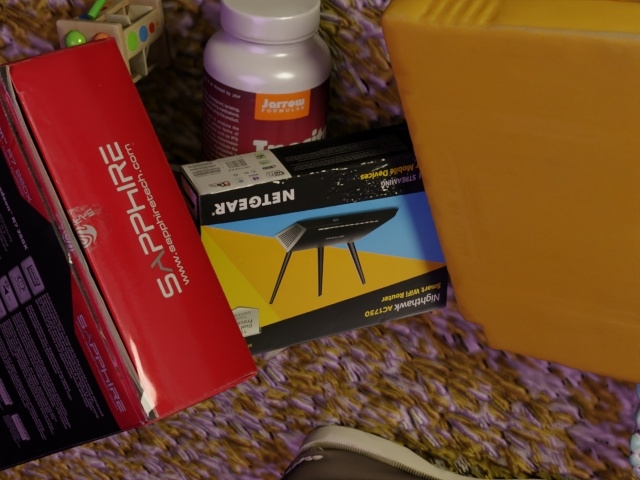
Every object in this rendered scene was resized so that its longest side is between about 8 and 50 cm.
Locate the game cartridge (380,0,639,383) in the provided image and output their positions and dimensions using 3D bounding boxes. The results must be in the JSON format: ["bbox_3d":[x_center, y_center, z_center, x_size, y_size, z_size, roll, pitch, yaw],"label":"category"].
[{"bbox_3d":[0.211,-0.016,0.756,0.324,0.052,0.285,12,139,32],"label":"game cartridge"}]

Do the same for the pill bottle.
[{"bbox_3d":[-0.037,-0.093,0.873,0.086,0.086,0.152,17,126,18],"label":"pill bottle"}]

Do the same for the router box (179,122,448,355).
[{"bbox_3d":[0.000,0.000,0.867,0.046,0.179,0.133,-128,31,-51],"label":"router box"}]

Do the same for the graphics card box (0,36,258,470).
[{"bbox_3d":[-0.198,0.033,0.921,0.371,0.094,0.232,-28,86,57],"label":"graphics card box"}]

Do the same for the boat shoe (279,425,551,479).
[{"bbox_3d":[0.113,0.235,0.989,0.324,0.097,0.116,15,125,20],"label":"boat shoe"}]

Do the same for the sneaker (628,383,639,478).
[{"bbox_3d":[0.249,0.129,0.889,0.069,0.038,0.098,10,123,23],"label":"sneaker"}]

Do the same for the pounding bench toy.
[{"bbox_3d":[-0.148,-0.151,0.910,0.052,0.065,0.083,8,122,24],"label":"pounding bench toy"}]

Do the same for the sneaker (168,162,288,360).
[{"bbox_3d":[-0.087,0.013,0.966,0.185,0.084,0.069,34,129,5],"label":"sneaker"}]
